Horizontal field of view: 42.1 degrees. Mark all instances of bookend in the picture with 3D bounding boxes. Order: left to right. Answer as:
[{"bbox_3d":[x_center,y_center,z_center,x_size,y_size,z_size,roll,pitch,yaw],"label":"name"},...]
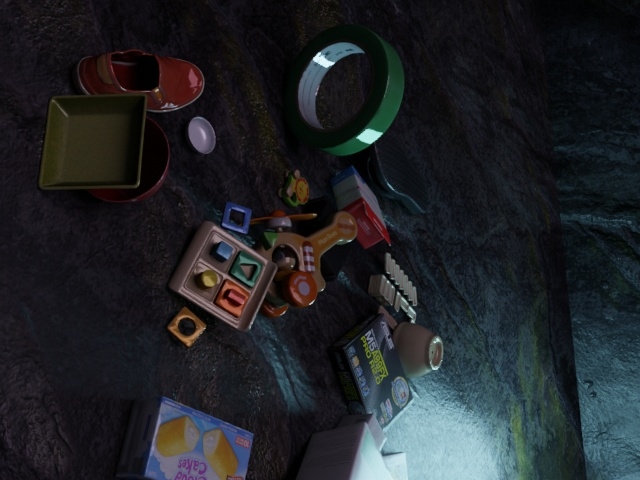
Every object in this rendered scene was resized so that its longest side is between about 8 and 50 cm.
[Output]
[{"bbox_3d":[0.000,0.000,2.108,0.156,0.072,0.157,55,42,-28],"label":"bookend"}]

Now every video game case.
[{"bbox_3d":[0.174,0.684,2.194,0.206,0.026,0.226,9,74,-53],"label":"video game case"}]

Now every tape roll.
[{"bbox_3d":[0.054,-0.375,2.072,0.077,0.321,0.321,16,68,-51],"label":"tape roll"}]

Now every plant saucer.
[{"bbox_3d":[-0.411,-0.175,1.530,0.045,0.188,0.188,71,19,-71],"label":"plant saucer"}]

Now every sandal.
[{"bbox_3d":[0.204,-0.186,2.436,0.446,0.107,0.167,42,47,-57],"label":"sandal"}]

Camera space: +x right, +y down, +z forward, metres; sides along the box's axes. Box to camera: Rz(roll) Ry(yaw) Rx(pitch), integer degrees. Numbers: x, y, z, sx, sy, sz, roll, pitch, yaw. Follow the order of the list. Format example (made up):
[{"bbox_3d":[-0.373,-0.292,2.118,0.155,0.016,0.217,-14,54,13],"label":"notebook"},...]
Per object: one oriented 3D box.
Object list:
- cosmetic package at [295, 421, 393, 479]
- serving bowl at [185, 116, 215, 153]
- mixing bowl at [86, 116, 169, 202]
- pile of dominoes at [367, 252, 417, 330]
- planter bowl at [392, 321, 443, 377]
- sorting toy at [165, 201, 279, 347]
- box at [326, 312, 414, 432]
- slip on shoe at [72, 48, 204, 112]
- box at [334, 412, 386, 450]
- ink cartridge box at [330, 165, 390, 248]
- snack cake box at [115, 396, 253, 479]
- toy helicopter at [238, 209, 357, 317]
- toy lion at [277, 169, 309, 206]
[{"bbox_3d":[0.039,0.601,1.853,0.196,0.155,0.365,65,20,-19],"label":"cosmetic package"},{"bbox_3d":[-0.271,-0.230,1.838,0.083,0.027,0.083,20,65,-51],"label":"serving bowl"},{"bbox_3d":[-0.365,-0.142,1.590,0.098,0.182,0.181,73,17,-72],"label":"mixing bowl"},{"bbox_3d":[0.211,0.174,2.401,0.251,0.040,0.195,48,44,-47],"label":"pile of dominoes"},{"bbox_3d":[0.280,0.314,2.351,0.162,0.109,0.162,-3,93,-57],"label":"planter bowl"},{"bbox_3d":[-0.199,0.073,1.755,0.196,0.047,0.347,32,60,-15],"label":"sorting toy"},{"bbox_3d":[0.136,0.358,2.199,0.216,0.060,0.270,-31,106,-50],"label":"box"},{"bbox_3d":[-0.348,-0.331,1.699,0.331,0.101,0.123,-10,87,-56],"label":"slip on shoe"},{"bbox_3d":[0.091,0.497,2.068,0.087,0.102,0.101,63,37,-18],"label":"box"},{"bbox_3d":[0.104,-0.077,2.186,0.134,0.078,0.231,50,16,-33],"label":"ink cartridge box"},{"bbox_3d":[-0.259,0.417,1.620,0.264,0.089,0.152,36,52,-43],"label":"snack cake box"},{"bbox_3d":[-0.043,0.009,1.966,0.355,0.140,0.235,-33,96,-42],"label":"toy helicopter"},{"bbox_3d":[-0.062,-0.124,2.098,0.096,0.034,0.100,57,40,-39],"label":"toy lion"}]
